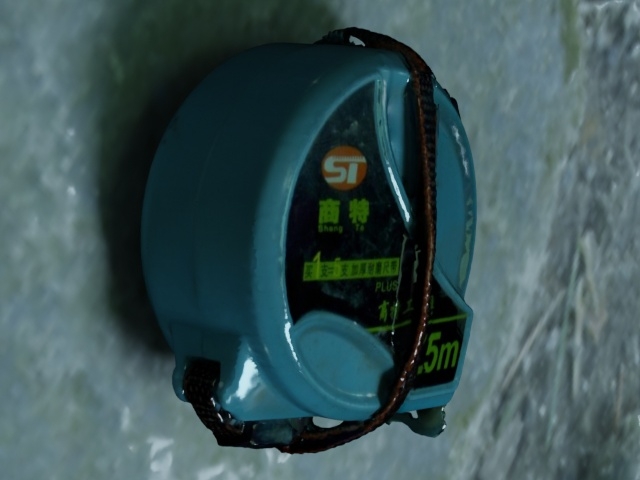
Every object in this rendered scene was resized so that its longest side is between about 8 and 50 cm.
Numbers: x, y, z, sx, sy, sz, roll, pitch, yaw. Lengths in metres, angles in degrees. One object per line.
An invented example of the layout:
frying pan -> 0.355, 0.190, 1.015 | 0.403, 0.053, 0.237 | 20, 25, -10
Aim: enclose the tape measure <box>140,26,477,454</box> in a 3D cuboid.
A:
tape measure -> 0.000, 0.000, 0.662 | 0.125, 0.081, 0.146 | 2, 95, -52
